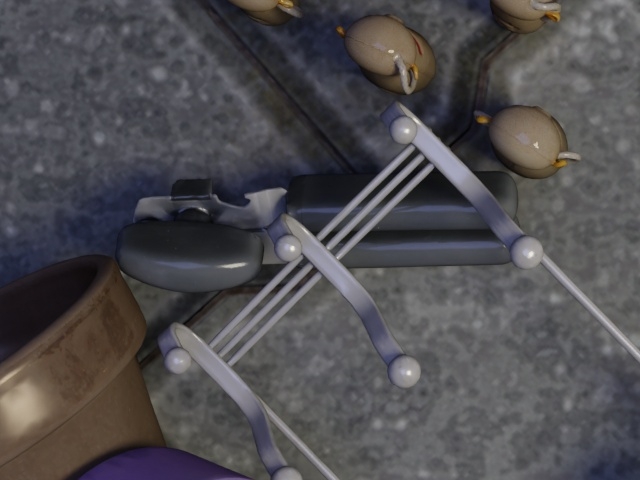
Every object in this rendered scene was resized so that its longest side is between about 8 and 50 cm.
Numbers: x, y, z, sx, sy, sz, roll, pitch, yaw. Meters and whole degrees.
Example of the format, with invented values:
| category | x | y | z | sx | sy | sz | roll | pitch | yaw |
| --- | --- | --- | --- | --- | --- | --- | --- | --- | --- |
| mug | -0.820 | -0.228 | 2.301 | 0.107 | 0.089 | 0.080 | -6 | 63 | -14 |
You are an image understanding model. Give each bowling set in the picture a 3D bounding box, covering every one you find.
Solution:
| category | x | y | z | sx | sy | sz | roll | pitch | yaw |
| --- | --- | --- | --- | --- | --- | --- | --- | --- | --- |
| bowling set | 0.081 | -0.183 | 1.280 | 0.287 | 0.154 | 0.200 | 27 | 94 | 7 |

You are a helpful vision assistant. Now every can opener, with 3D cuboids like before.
| category | x | y | z | sx | sy | sz | roll | pitch | yaw |
| --- | --- | --- | --- | --- | --- | --- | --- | --- | --- |
| can opener | 0.000 | 0.000 | 1.325 | 0.280 | 0.074 | 0.093 | -4 | 48 | 5 |

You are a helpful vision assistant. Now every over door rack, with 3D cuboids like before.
| category | x | y | z | sx | sy | sz | roll | pitch | yaw |
| --- | --- | --- | --- | --- | --- | --- | --- | --- | --- |
| over door rack | 0.086 | 0.101 | 1.252 | 0.324 | 0.108 | 0.239 | 43 | 103 | -11 |

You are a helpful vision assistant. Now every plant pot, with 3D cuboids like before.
| category | x | y | z | sx | sy | sz | roll | pitch | yaw |
| --- | --- | --- | --- | --- | --- | --- | --- | --- | --- |
| plant pot | -0.196 | 0.169 | 1.292 | 0.263 | 0.263 | 0.229 | -29 | 103 | 7 |

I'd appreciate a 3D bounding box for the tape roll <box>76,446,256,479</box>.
| category | x | y | z | sx | sy | sz | roll | pitch | yaw |
| --- | --- | --- | --- | --- | --- | --- | --- | --- | --- |
| tape roll | -0.097 | 0.232 | 1.202 | 0.080 | 0.189 | 0.189 | 15 | 92 | 47 |
